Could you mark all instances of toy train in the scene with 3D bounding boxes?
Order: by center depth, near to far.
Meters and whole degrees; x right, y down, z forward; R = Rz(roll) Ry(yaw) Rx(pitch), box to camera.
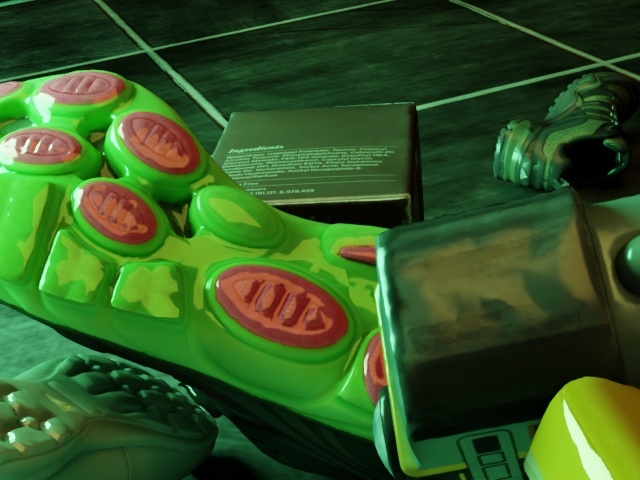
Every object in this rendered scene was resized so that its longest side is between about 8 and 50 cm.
[{"bbox_3d":[0.177,0.046,0.510,0.334,0.190,0.142,-12,59,10],"label":"toy train"}]

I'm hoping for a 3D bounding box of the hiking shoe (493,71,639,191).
[{"bbox_3d":[0.286,-0.103,1.205,0.227,0.086,0.114,-32,49,-32],"label":"hiking shoe"}]

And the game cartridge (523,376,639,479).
[{"bbox_3d":[0.235,0.170,0.323,0.285,0.052,0.323,17,20,-17],"label":"game cartridge"}]

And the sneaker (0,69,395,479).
[{"bbox_3d":[-0.068,0.049,0.747,0.483,0.202,0.185,27,56,13],"label":"sneaker"}]

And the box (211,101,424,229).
[{"bbox_3d":[0.000,0.000,0.941,0.167,0.168,0.203,-3,27,8],"label":"box"}]

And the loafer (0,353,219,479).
[{"bbox_3d":[-0.165,0.139,0.696,0.112,0.111,0.319,33,9,21],"label":"loafer"}]
